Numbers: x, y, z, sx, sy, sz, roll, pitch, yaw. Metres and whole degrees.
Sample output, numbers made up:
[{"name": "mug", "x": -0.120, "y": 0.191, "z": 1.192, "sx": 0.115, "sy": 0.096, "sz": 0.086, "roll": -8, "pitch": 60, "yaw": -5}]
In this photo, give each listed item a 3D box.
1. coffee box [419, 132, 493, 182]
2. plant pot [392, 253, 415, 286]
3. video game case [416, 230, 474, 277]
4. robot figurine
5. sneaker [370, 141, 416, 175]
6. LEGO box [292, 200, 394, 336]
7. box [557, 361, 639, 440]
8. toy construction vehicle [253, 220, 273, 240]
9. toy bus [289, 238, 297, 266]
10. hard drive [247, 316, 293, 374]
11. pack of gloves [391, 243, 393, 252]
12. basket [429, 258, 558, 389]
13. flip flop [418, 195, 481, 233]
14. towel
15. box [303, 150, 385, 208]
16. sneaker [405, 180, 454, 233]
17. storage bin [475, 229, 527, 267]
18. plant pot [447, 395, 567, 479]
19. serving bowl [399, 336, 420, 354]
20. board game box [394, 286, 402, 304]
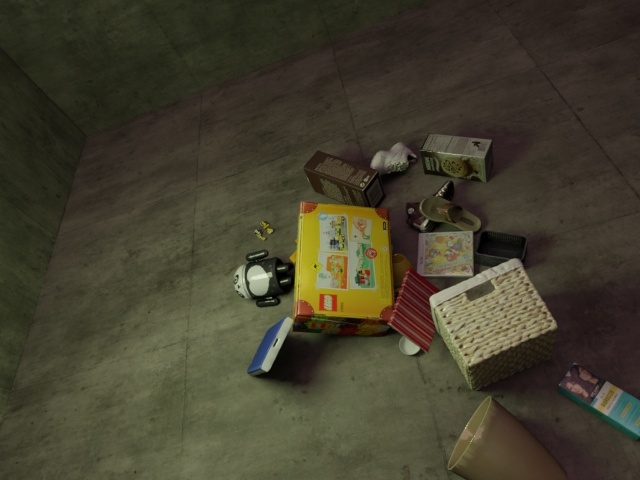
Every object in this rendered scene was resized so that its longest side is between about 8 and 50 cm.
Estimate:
[{"name": "coffee box", "x": 0.626, "y": -0.381, "z": 2.101, "sx": 0.297, "sy": 0.168, "sz": 0.119, "roll": 14, "pitch": 62, "yaw": 31}, {"name": "plant pot", "x": 0.323, "y": 0.111, "z": 1.891, "sx": 0.134, "sy": 0.095, "sz": 0.134, "roll": -11, "pitch": 33, "yaw": 7}, {"name": "video game case", "x": 0.521, "y": 0.058, "z": 1.907, "sx": 0.227, "sy": 0.026, "sz": 0.206, "roll": -2, "pitch": 61, "yaw": 21}, {"name": "robot figurine", "x": -0.255, "y": 0.172, "z": 2.062, "sx": 0.278, "sy": 0.173, "sz": 0.209, "roll": -12, "pitch": 53, "yaw": 14}, {"name": "sneaker", "x": 0.352, "y": -0.384, "z": 2.221, "sx": 0.297, "sy": 0.111, "sz": 0.129, "roll": -35, "pitch": 57, "yaw": -28}, {"name": "LEGO box", "x": 0.086, "y": 0.110, "z": 1.836, "sx": 0.372, "sy": 0.193, "sz": 0.500, "roll": 5, "pitch": 61, "yaw": -5}, {"name": "box", "x": 0.886, "y": 0.497, "z": 1.428, "sx": 0.244, "sy": 0.060, "sz": 0.100, "roll": 32, "pitch": 72, "yaw": 36}, {"name": "toy construction vehicle", "x": -0.290, "y": -0.047, "z": 2.331, "sx": 0.086, "sy": 0.035, "sz": 0.098, "roll": -39, "pitch": 53, "yaw": -22}, {"name": "toy bus", "x": 0.000, "y": 0.000, "z": 2.123, "sx": 0.332, "sy": 0.108, "sz": 0.130, "roll": -37, "pitch": 50, "yaw": -6}, {"name": "hard drive", "x": -0.204, "y": 0.422, "z": 1.797, "sx": 0.040, "sy": 0.319, "sz": 0.210, "roll": 30, "pitch": 65, "yaw": -6}, {"name": "pack of gloves", "x": 0.212, "y": 0.083, "z": 2.017, "sx": 0.195, "sy": 0.046, "sz": 0.232, "roll": 2, "pitch": 57, "yaw": 23}, {"name": "basket", "x": 0.579, "y": 0.289, "z": 1.534, "sx": 0.328, "sy": 0.331, "sz": 0.266, "roll": -25, "pitch": 52, "yaw": 4}, {"name": "flip flop", "x": 0.553, "y": -0.112, "z": 1.927, "sx": 0.277, "sy": 0.080, "sz": 0.112, "roll": 25, "pitch": 81, "yaw": 4}, {"name": "towel", "x": 0.364, "y": 0.254, "z": 1.716, "sx": 0.031, "sy": 0.199, "sz": 0.275, "roll": -36, "pitch": 22, "yaw": 52}, {"name": "box", "x": 0.116, "y": -0.287, "z": 2.232, "sx": 0.381, "sy": 0.191, "sz": 0.143, "roll": 24, "pitch": 68, "yaw": 33}, {"name": "sneaker", "x": 0.475, "y": -0.173, "z": 2.056, "sx": 0.162, "sy": 0.106, "sz": 0.281, "roll": 22, "pitch": 67, "yaw": 36}, {"name": "storage bin", "x": 0.717, "y": 0.040, "z": 1.813, "sx": 0.180, "sy": 0.084, "sz": 0.122, "roll": 10, "pitch": 61, "yaw": 29}, {"name": "plant pot", "x": 0.564, "y": 0.653, "z": 1.357, "sx": 0.274, "sy": 0.256, "sz": 0.256, "roll": 31, "pitch": 71, "yaw": 18}, {"name": "serving bowl", "x": 0.344, "y": 0.400, "z": 1.744, "sx": 0.083, "sy": 0.027, "sz": 0.083, "roll": -11, "pitch": 53, "yaw": 15}, {"name": "board game box", "x": 0.347, "y": 0.255, "z": 1.835, "sx": 0.170, "sy": 0.048, "sz": 0.141, "roll": -10, "pitch": 51, "yaw": 15}]
